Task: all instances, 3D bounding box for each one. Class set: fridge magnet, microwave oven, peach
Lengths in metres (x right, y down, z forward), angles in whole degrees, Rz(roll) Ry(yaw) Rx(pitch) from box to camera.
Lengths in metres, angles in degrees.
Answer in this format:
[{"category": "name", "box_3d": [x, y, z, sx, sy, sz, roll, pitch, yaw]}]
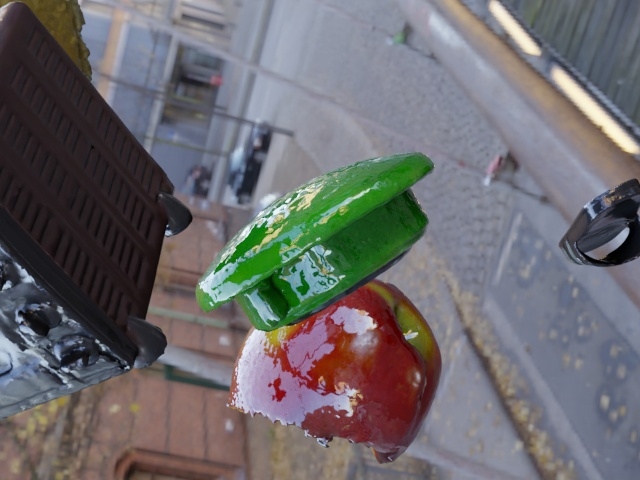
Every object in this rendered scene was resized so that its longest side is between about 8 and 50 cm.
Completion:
[{"category": "fridge magnet", "box_3d": [0.000, 0.000, 0.809, 0.208, 0.088, 0.208, -33, 1, 1]}, {"category": "microwave oven", "box_3d": [-0.234, 0.013, 0.639, 0.247, 0.178, 0.188, -23, 39, 20]}, {"category": "peach", "box_3d": [0.009, 0.145, 1.087, 0.226, 0.196, 0.190, -37, -1, 24]}]

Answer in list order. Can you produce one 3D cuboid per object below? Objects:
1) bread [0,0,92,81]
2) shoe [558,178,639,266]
[{"category": "bread", "box_3d": [-0.332, -0.206, 1.106, 0.174, 0.121, 0.245, -46, -42, -45]}, {"category": "shoe", "box_3d": [0.253, -0.002, 0.926, 0.049, 0.071, 0.179, 64, -179, 15]}]
